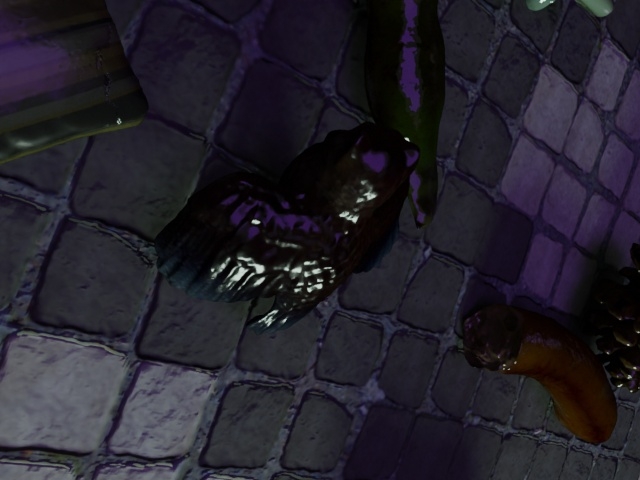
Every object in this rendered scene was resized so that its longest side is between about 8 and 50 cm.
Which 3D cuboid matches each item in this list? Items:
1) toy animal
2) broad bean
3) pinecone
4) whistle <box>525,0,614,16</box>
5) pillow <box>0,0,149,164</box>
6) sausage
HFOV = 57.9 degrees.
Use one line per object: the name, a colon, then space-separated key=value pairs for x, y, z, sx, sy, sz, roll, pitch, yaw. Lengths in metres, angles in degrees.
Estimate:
toy animal: x=0.004 y=-0.004 z=0.410 sx=0.218 sy=0.179 sz=0.116 roll=-5 pitch=77 yaw=-35
broad bean: x=0.071 y=-0.178 z=0.490 sx=0.077 sy=0.061 sz=0.339 roll=-15 pitch=109 yaw=-44
pinecone: x=0.432 y=0.105 z=0.738 sx=0.179 sy=0.150 sz=0.195 roll=22 pitch=98 yaw=0
whistle: x=0.201 y=-0.281 z=0.541 sx=0.244 sy=0.110 sz=0.092 roll=23 pitch=118 yaw=-36
pillow: x=-0.223 y=-0.133 z=0.298 sx=0.208 sy=0.052 sz=0.212 roll=-25 pitch=111 yaw=-23
sausage: x=0.281 y=0.157 z=0.697 sx=0.302 sy=0.076 sz=0.103 roll=35 pitch=87 yaw=-33
